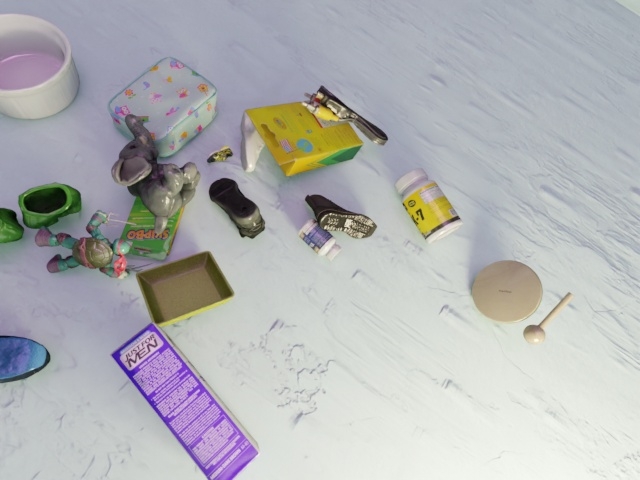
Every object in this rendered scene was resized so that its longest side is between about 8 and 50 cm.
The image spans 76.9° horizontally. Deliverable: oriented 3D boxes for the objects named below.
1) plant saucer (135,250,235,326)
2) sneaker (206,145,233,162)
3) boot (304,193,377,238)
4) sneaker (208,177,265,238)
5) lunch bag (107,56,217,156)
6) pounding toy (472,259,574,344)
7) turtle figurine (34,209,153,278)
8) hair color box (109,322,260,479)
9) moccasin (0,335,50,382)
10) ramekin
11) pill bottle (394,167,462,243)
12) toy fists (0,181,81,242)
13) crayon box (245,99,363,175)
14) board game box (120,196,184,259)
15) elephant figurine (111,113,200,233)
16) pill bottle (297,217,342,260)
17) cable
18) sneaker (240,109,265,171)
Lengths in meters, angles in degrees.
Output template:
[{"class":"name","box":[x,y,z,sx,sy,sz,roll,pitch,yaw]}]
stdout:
[{"class":"plant saucer","box":[-0.327,0.121,0.978,0.189,0.045,0.188,-20,45,-24]},{"class":"sneaker","box":[-0.294,-0.248,1.184,0.083,0.031,0.035,-38,80,-23]},{"class":"boot","box":[0.060,-0.080,1.171,0.198,0.076,0.137,16,25,-35]},{"class":"sneaker","box":[-0.227,-0.082,1.108,0.087,0.130,0.228,-37,51,-18]},{"class":"lunch bag","box":[-0.450,-0.392,1.171,0.224,0.107,0.279,34,64,6]},{"class":"pounding toy","box":[0.560,0.170,1.140,0.182,0.110,0.237,-54,46,3]},{"class":"turtle figurine","box":[-0.530,0.017,0.952,0.235,0.118,0.175,-4,98,0]},{"class":"hair color box","box":[-0.277,0.345,0.854,0.110,0.185,0.338,-38,79,-22]},{"class":"moccasin","box":[-0.756,0.259,0.830,0.343,0.117,0.137,9,66,-12]},{"class":"ramekin","box":[-0.820,-0.471,1.110,0.278,0.135,0.276,5,67,-11]},{"class":"pill bottle","box":[0.318,-0.105,1.206,0.119,0.119,0.208,-24,74,-20]},{"class":"toy fists","box":[-0.716,-0.056,0.958,0.279,0.142,0.096,-30,108,-21]},{"class":"crayon box","box":[-0.052,-0.311,1.196,0.319,0.081,0.202,-21,73,-35]},{"class":"board game box","box":[-0.438,-0.073,1.079,0.124,0.039,0.259,12,63,-6]},{"class":"elephant figurine","box":[-0.445,-0.175,1.025,0.240,0.169,0.186,29,40,1]},{"class":"pill bottle","box":[0.000,0.000,1.123,0.120,0.067,0.067,43,66,8]},{"class":"cable","box":[0.073,-0.375,1.231,0.288,0.072,0.139,26,35,-26]},{"class":"sneaker","box":[-0.188,-0.297,1.209,0.094,0.080,0.211,7,65,-22]}]
